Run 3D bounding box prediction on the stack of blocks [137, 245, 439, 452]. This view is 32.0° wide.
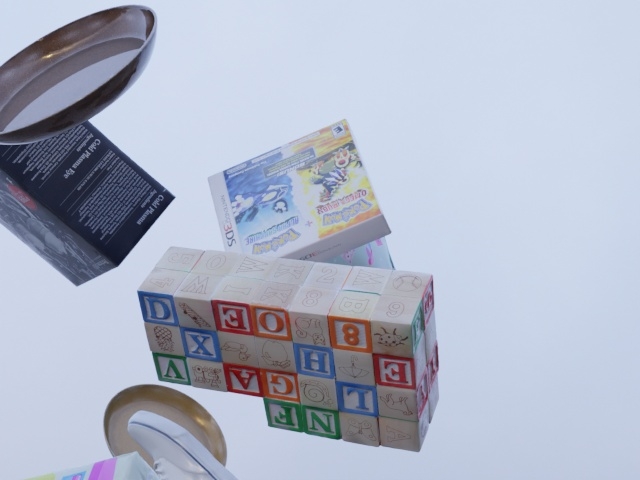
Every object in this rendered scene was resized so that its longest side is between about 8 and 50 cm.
[{"bbox_3d":[-0.030,0.112,1.185,0.297,0.087,0.171,6,-54,18],"label":"stack of blocks"}]

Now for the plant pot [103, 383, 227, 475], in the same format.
[{"bbox_3d":[-0.277,0.355,1.972,0.236,0.236,0.032,10,-51,-32],"label":"plant pot"}]

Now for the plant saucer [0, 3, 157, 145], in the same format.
[{"bbox_3d":[-0.355,-0.224,1.556,0.311,0.310,0.050,-18,-57,16],"label":"plant saucer"}]

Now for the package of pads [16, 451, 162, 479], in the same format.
[{"bbox_3d":[-0.318,0.399,1.279,0.229,0.296,0.101,-17,-54,20],"label":"package of pads"}]

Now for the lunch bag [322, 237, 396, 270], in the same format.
[{"bbox_3d":[0.000,0.000,1.835,0.262,0.223,0.160,-4,-18,-38],"label":"lunch bag"}]

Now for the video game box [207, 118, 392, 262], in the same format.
[{"bbox_3d":[-0.032,-0.046,1.423,0.205,0.187,0.048,-23,-40,5],"label":"video game box"}]

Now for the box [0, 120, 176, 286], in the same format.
[{"bbox_3d":[-0.487,-0.091,2.108,0.312,0.179,0.343,41,-22,-13],"label":"box"}]

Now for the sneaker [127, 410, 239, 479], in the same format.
[{"bbox_3d":[-0.203,0.353,1.662,0.091,0.258,0.094,-42,-24,-32],"label":"sneaker"}]
